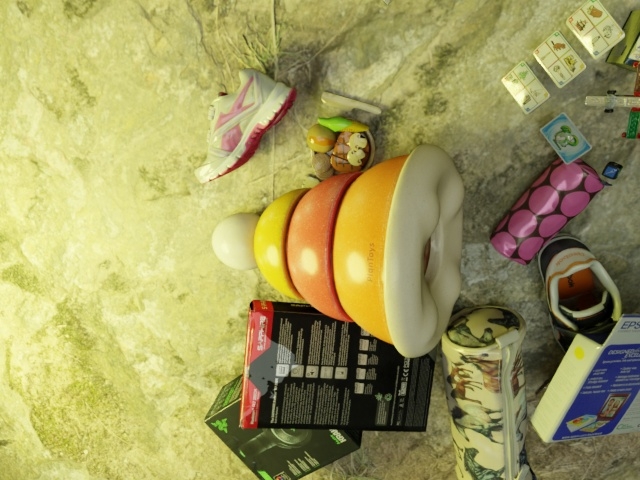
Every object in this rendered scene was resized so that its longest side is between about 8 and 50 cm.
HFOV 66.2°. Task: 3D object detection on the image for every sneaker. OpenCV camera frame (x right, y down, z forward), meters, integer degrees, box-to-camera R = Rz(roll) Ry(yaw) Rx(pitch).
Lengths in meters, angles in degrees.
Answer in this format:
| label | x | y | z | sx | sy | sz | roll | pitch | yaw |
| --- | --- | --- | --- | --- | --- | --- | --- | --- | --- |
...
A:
| label | x | y | z | sx | sy | sz | roll | pitch | yaw |
| --- | --- | --- | --- | --- | --- | --- | --- | --- | --- |
| sneaker | 0.500 | 0.148 | 0.926 | 0.126 | 0.127 | 0.321 | -26 | 106 | 17 |
| sneaker | -0.161 | -0.214 | 0.916 | 0.111 | 0.103 | 0.252 | 42 | 106 | -4 |

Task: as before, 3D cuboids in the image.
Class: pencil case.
| label | x | y | z | sx | sy | sz | roll | pitch | yaw |
| --- | --- | --- | --- | --- | --- | --- | --- | --- | --- |
| pencil case | 0.407 | -0.050 | 0.884 | 0.098 | 0.095 | 0.209 | 25 | 118 | -26 |
| pencil case | 0.343 | 0.331 | 0.994 | 0.160 | 0.183 | 0.410 | -19 | 111 | -21 |

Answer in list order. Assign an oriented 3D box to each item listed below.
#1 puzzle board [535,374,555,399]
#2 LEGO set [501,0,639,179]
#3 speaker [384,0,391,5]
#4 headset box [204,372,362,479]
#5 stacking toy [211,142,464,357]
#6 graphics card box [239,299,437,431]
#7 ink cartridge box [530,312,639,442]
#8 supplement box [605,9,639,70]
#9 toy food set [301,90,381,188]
| label | x | y | z | sx | sy | sz | roll | pitch | yaw |
| --- | --- | --- | --- | --- | --- | --- | --- | --- | --- |
| puzzle board | 0.544 | 0.330 | 1.052 | 0.128 | 0.011 | 0.096 | 30 | 112 | -4 |
| LEGO set | 0.434 | -0.223 | 0.776 | 0.244 | 0.060 | 0.182 | 57 | 139 | 9 |
| speaker | 0.137 | -0.449 | 0.787 | 0.055 | 0.055 | 0.136 | 45 | 112 | -9 |
| headset box | -0.085 | 0.404 | 1.125 | 0.283 | 0.131 | 0.246 | -35 | 101 | 21 |
| stacking toy | 0.000 | 0.000 | 0.901 | 0.480 | 0.350 | 0.350 | 6 | 114 | 27 |
| graphics card box | 0.036 | 0.246 | 0.964 | 0.371 | 0.094 | 0.232 | 4 | 94 | -9 |
| ink cartridge box | 0.576 | 0.236 | 0.902 | 0.304 | 0.072 | 0.307 | 3 | 118 | -17 |
| supplement box | 0.504 | -0.308 | 0.763 | 0.056 | 0.083 | 0.083 | 19 | 114 | 2 |
| toy food set | 0.036 | -0.170 | 0.924 | 0.133 | 0.038 | 0.192 | 15 | 113 | 4 |
